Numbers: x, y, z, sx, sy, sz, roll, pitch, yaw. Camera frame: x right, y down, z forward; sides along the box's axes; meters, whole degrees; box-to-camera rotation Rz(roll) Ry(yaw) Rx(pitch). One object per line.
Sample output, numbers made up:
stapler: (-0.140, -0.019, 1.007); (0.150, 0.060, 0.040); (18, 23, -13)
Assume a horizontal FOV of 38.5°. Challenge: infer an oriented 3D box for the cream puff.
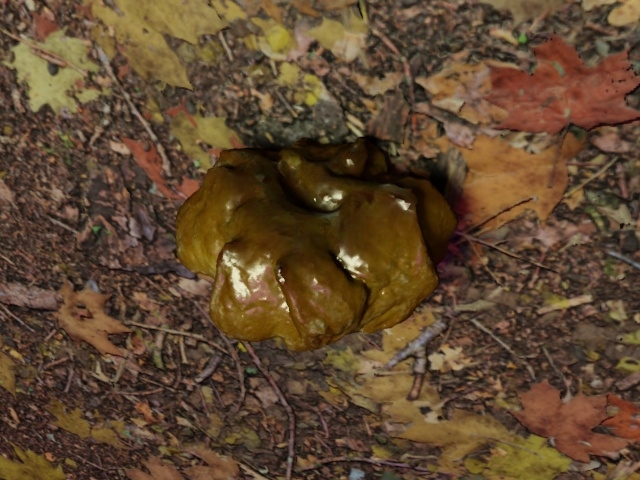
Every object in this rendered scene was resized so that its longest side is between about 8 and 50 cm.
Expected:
cream puff: (0.000, 0.000, 0.865); (0.269, 0.241, 0.155); (-12, 136, -7)
